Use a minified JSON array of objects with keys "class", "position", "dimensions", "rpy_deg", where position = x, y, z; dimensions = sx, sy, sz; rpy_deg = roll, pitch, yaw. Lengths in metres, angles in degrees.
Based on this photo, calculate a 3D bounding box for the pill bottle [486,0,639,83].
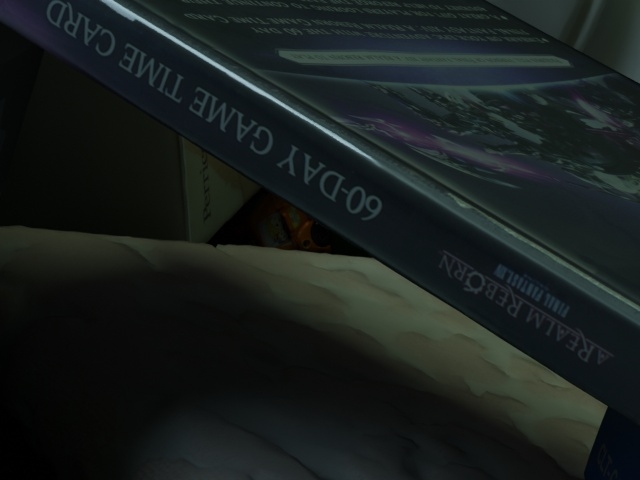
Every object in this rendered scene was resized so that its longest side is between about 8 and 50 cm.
[{"class":"pill bottle","position":[0.230,-0.057,0.814],"dimensions":[0.408,0.229,0.229],"rpy_deg":[21,14,-14]}]

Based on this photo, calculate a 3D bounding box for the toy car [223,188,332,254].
[{"class":"toy car","position":[0.000,0.000,0.787],"dimensions":[0.040,0.060,0.122],"rpy_deg":[-33,36,-28]}]

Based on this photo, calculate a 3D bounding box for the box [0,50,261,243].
[{"class":"box","position":[-0.062,-0.110,0.794],"dimensions":[0.121,0.148,0.311],"rpy_deg":[3,23,18]}]

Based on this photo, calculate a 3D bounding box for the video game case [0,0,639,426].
[{"class":"video game case","position":[0.031,-0.036,0.475],"dimensions":[0.274,0.026,0.196],"rpy_deg":[34,22,27]}]

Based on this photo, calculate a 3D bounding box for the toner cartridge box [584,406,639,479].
[{"class":"toner cartridge box","position":[0.253,0.107,0.464],"dimensions":[0.348,0.075,0.165],"rpy_deg":[16,16,-8]}]

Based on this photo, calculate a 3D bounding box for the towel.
[{"class":"towel","position":[0.079,0.089,0.562],"dimensions":[0.317,0.053,0.332],"rpy_deg":[6,19,-38]}]

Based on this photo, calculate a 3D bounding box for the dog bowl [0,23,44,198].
[{"class":"dog bowl","position":[-0.247,-0.052,0.524],"dimensions":[0.349,0.102,0.349],"rpy_deg":[6,21,-2]}]
